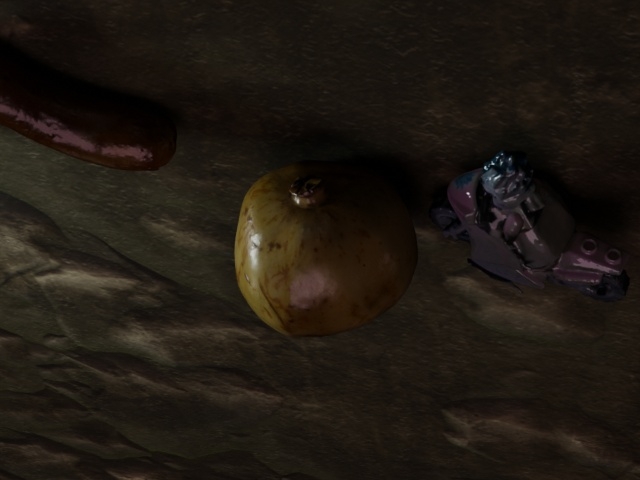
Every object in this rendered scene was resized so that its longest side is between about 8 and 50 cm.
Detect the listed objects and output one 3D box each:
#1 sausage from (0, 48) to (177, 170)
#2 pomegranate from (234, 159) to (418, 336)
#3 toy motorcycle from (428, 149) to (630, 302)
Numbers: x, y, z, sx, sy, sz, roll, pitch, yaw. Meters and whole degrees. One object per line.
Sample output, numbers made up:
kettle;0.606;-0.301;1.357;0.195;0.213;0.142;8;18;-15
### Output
sausage;-0.309;-0.154;1.952;0.302;0.076;0.103;25;150;-16
pomegranate;0.000;0.000;1.963;0.215;0.215;0.215;12;150;7
toy motorcycle;0.230;-0.022;1.893;0.239;0.108;0.204;9;150;10
